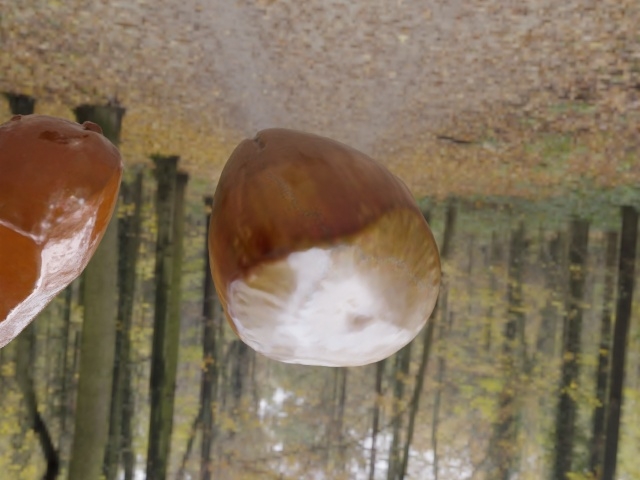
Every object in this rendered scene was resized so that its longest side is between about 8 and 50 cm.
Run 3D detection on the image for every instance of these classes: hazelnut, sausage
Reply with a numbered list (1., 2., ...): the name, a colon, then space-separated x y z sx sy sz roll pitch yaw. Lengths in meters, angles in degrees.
1. hazelnut: 0.000 0.000 0.600 0.150 0.150 0.150 4 180 0
2. sausage: -0.170 0.003 0.498 0.179 0.089 0.089 -41 153 31
